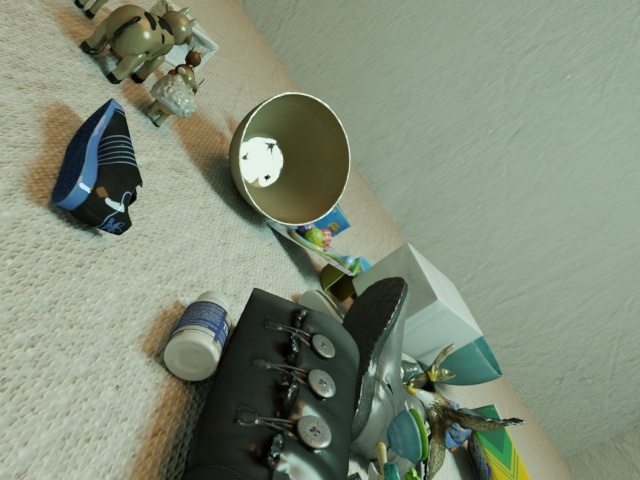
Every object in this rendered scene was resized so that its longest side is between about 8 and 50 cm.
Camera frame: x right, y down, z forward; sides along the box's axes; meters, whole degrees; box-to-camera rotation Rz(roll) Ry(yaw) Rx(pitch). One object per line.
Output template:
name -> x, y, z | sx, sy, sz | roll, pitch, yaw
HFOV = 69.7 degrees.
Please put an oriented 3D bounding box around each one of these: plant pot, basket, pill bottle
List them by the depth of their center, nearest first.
pill bottle -> -0.152, 0.117, 0.597 | 0.067, 0.067, 0.120 | 49, 18, -19
plant pot -> -0.098, -0.186, 1.069 | 0.284, 0.284, 0.190 | 44, -17, -31
basket -> -0.365, -0.526, 1.184 | 0.103, 0.113, 0.167 | 56, 16, 11
plant pot -> 0.048, 0.094, 1.184 | 0.081, 0.081, 0.083 | 40, 15, -40
plant pot -> 0.422, 0.353, 1.497 | 0.290, 0.195, 0.290 | 49, 17, -20

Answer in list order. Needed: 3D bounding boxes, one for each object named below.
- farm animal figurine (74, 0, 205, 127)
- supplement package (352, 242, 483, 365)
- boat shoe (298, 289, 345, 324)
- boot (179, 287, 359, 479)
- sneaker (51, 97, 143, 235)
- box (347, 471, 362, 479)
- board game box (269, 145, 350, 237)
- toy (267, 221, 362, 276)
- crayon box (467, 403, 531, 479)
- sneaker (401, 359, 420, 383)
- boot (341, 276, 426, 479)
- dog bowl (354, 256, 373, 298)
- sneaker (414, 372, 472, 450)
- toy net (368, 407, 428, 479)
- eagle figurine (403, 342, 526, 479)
farm animal figurine -> -0.352, -0.430, 0.926 | 0.330, 0.172, 0.327 | 46, 19, -28
supplement package -> 0.247, 0.171, 1.155 | 0.293, 0.175, 0.178 | 35, 25, -44
boat shoe -> 0.039, 0.194, 0.958 | 0.220, 0.077, 0.070 | 57, 18, 13
boot -> 0.015, 0.273, 0.540 | 0.367, 0.146, 0.445 | 40, 14, -12
sneaker -> -0.292, -0.104, 0.635 | 0.090, 0.081, 0.233 | 44, 26, -41
box -> 0.028, 0.398, 0.603 | 0.114, 0.036, 0.207 | 60, 17, 19
board game box -> -0.044, -0.175, 1.329 | 0.302, 0.086, 0.308 | 59, 5, 16
toy -> 0.000, 0.000, 1.119 | 0.237, 0.056, 0.137 | 35, 12, 14
crayon box -> 0.470, 0.620, 1.171 | 0.323, 0.083, 0.203 | -102, 180, -54
sneaker -> 0.173, 0.298, 1.032 | 0.166, 0.076, 0.065 | 126, -42, -73
boot -> 0.127, 0.257, 0.871 | 0.223, 0.118, 0.338 | 46, 56, -29
dog bowl -> 0.158, 0.176, 1.329 | 0.166, 0.074, 0.298 | 23, 36, -61
sneaker -> 0.329, 0.450, 1.243 | 0.221, 0.087, 0.083 | 56, 16, 5
toy net -> 0.115, 0.351, 0.669 | 0.122, 0.045, 0.232 | -109, -161, -46
eagle figurine -> 0.268, 0.389, 0.997 | 0.224, 0.227, 0.298 | 8, 17, -18
